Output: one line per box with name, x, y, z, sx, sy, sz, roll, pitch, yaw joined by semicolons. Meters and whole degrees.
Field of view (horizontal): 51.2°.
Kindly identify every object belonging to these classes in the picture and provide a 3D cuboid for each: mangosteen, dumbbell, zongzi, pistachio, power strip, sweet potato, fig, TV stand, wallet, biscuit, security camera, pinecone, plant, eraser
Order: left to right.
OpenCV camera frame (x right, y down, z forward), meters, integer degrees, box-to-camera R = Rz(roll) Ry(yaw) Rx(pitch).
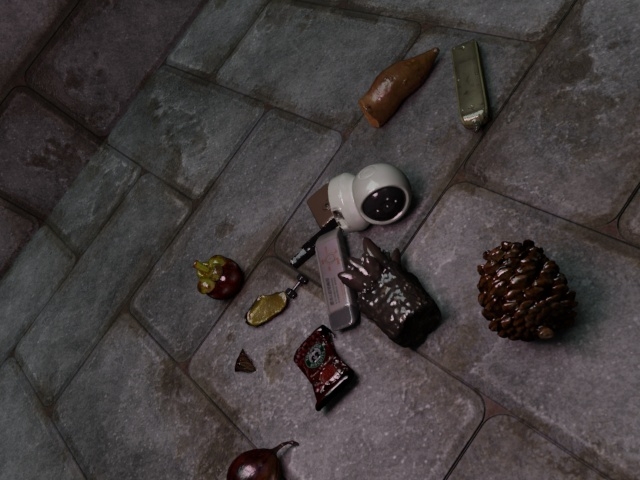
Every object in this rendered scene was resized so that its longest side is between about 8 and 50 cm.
mangosteen;-0.344;0.118;2.268;0.145;0.181;0.156;-9;53;11
zongzi;-0.246;0.377;2.112;0.083;0.067;0.074;-15;60;52
fig;-0.173;0.629;1.817;0.148;0.149;0.202;23;92;6
pistachio;-0.173;0.215;2.161;0.172;0.049;0.090;-32;69;15
dumbbell;-0.077;0.146;2.138;0.083;0.036;0.040;-52;45;-1
TV stand;0.000;0.000;2.173;0.249;0.036;0.042;-41;47;10
biscuit;0.007;0.361;1.914;0.151;0.063;0.235;-42;42;7
wallet;0.019;-0.116;2.234;0.118;0.038;0.153;-41;44;12
eraser;0.049;0.112;2.028;0.089;0.061;0.352;-25;57;22
security camera;0.163;-0.138;2.032;0.236;0.194;0.195;-16;54;26
plant;0.187;0.133;1.845;0.194;0.181;0.321;-46;49;5
sweet potato;0.265;-0.538;2.250;0.337;0.131;0.131;-47;45;3
power strip;0.474;-0.482;2.100;0.092;0.066;0.388;-18;51;27
pinecone;0.478;0.124;1.587;0.224;0.224;0.273;-33;49;17
